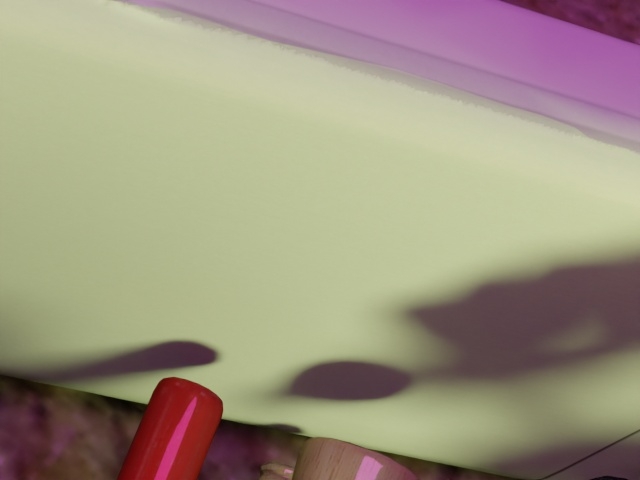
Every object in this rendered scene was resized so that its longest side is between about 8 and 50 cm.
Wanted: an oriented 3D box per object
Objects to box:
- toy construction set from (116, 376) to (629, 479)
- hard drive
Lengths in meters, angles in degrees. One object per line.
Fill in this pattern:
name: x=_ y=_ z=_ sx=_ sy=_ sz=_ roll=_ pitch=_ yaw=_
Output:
toy construction set: x=0.052 y=0.200 z=0.497 sx=0.309 sy=0.257 sz=0.237 roll=19 pitch=71 yaw=9
hard drive: x=0.000 y=0.000 z=0.523 sx=0.353 sy=0.233 sz=0.047 roll=14 pitch=61 yaw=-22
